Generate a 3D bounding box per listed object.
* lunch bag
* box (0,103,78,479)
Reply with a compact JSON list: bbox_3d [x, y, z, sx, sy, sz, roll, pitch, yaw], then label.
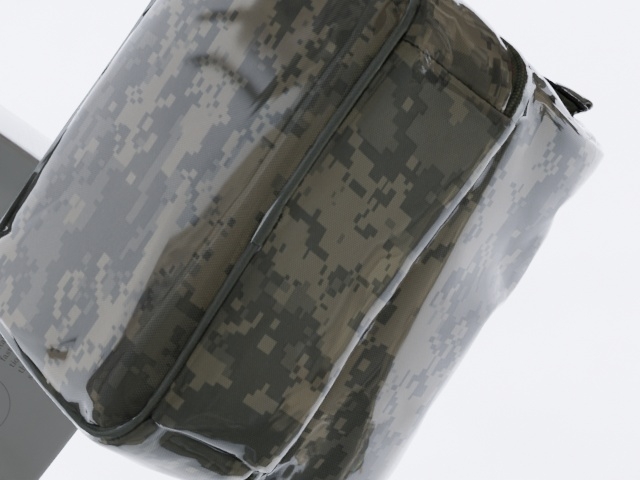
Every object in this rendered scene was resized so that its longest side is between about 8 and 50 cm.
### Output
[{"bbox_3d":[0.000,0.000,0.926,0.256,0.212,0.305,30,-84,-41],"label":"lunch bag"},{"bbox_3d":[-0.301,-0.007,1.251,0.345,0.168,0.215,37,-87,-19],"label":"box"}]
